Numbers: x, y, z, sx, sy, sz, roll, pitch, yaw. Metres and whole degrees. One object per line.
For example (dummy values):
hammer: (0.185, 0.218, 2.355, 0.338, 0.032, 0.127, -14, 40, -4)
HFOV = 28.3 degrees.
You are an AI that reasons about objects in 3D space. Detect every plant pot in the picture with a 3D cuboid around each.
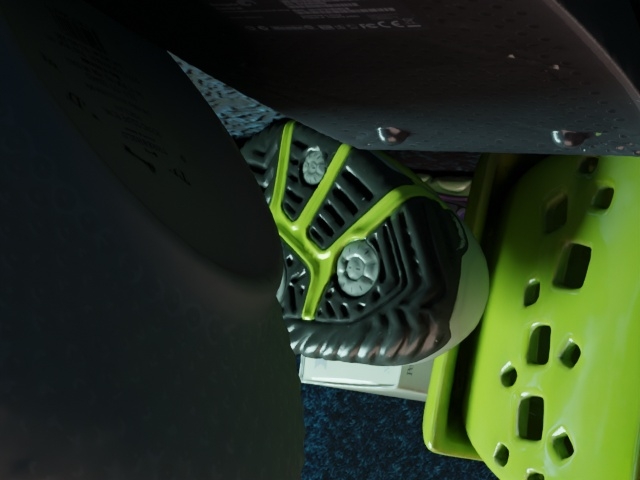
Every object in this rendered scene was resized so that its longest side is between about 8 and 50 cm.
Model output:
plant pot: (0.198, 0.057, 0.766, 0.227, 0.228, 0.207, 13, 178, -35)

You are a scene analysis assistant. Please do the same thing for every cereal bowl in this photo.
cereal bowl: (-0.115, -0.006, 0.450, 0.141, 0.339, 0.339, -36, 158, 14)

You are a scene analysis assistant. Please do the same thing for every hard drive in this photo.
hard drive: (0.028, -0.085, 0.473, 0.172, 0.054, 0.255, 4, 171, 29)

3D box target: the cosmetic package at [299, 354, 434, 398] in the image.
cosmetic package: (0.129, 0.071, 1.152, 0.113, 0.160, 0.309, 0, 170, 41)

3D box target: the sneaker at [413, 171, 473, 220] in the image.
sneaker: (0.089, -0.010, 0.908, 0.170, 0.071, 0.068, 3, 171, 40)

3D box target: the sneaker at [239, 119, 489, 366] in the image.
sneaker: (0.000, 0.000, 0.861, 0.147, 0.145, 0.385, 12, -178, -31)
